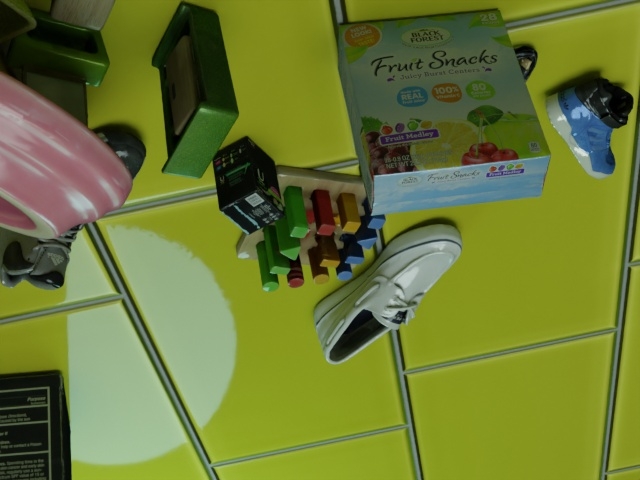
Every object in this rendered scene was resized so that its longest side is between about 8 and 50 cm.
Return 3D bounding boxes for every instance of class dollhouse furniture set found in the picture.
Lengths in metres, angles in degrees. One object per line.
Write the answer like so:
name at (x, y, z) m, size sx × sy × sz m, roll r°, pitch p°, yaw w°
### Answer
dollhouse furniture set at (-0.147, -0.222, 1.067) m, size 0.198 × 0.151 × 0.301 m, roll 11°, pitch 137°, yaw -26°

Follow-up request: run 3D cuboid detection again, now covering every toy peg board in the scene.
toy peg board at (0.000, 0.000, 1.450) m, size 0.161 × 0.079 × 0.161 m, roll 7°, pitch 140°, yaw -21°

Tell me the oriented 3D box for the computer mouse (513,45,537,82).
computer mouse at (0.199, -0.123, 1.372) m, size 0.071 × 0.041 × 0.242 m, roll -1°, pitch 141°, yaw -11°

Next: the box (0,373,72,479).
box at (-0.483, 0.356, 1.613) m, size 0.296 × 0.294 × 0.182 m, roll -3°, pitch 144°, yaw -9°

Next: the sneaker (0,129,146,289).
sneaker at (-0.273, -0.015, 1.319) m, size 0.229 × 0.132 × 0.086 m, roll -33°, pitch 137°, yaw 27°

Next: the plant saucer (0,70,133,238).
plant saucer at (-0.337, -0.092, 1.094) m, size 0.332 × 0.084 × 0.332 m, roll 24°, pitch 167°, yaw 6°

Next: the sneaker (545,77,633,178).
sneaker at (0.328, -0.130, 1.379) m, size 0.085 × 0.058 × 0.152 m, roll -22°, pitch 136°, yaw 28°

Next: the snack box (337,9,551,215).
snack box at (0.117, -0.132, 1.201) m, size 0.175 × 0.207 × 0.070 m, roll -7°, pitch 143°, yaw -6°

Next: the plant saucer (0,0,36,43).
plant saucer at (-0.376, -0.229, 1.060) m, size 0.188 × 0.045 × 0.188 m, roll -15°, pitch 146°, yaw 34°

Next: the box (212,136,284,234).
box at (-0.082, -0.062, 1.346) m, size 0.052 × 0.083 × 0.062 m, roll -27°, pitch 140°, yaw 18°

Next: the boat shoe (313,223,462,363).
boat shoe at (0.094, 0.077, 1.567) m, size 0.095 × 0.084 × 0.258 m, roll 19°, pitch 134°, yaw -33°
